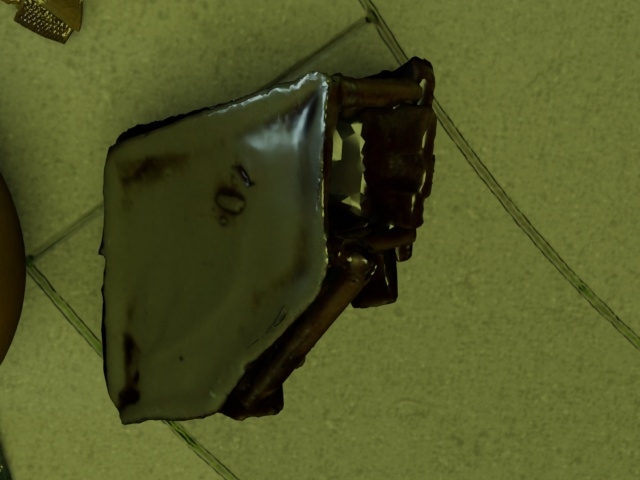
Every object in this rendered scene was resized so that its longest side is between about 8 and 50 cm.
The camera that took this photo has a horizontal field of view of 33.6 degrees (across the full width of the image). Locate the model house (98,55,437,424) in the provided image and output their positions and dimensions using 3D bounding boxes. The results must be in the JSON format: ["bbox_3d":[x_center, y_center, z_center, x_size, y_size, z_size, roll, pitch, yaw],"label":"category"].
[{"bbox_3d":[0.000,0.000,0.910,0.282,0.297,0.317,-14,108,-51],"label":"model house"}]

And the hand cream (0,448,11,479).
[{"bbox_3d":[-0.328,0.272,1.030,0.075,0.052,0.248,-20,107,-42],"label":"hand cream"}]

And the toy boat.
[{"bbox_3d":[-0.273,-0.217,0.903,0.149,0.047,0.049,25,102,-15],"label":"toy boat"}]

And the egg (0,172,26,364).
[{"bbox_3d":[-0.387,-0.006,0.826,0.282,0.282,0.351,-24,105,-1],"label":"egg"}]
